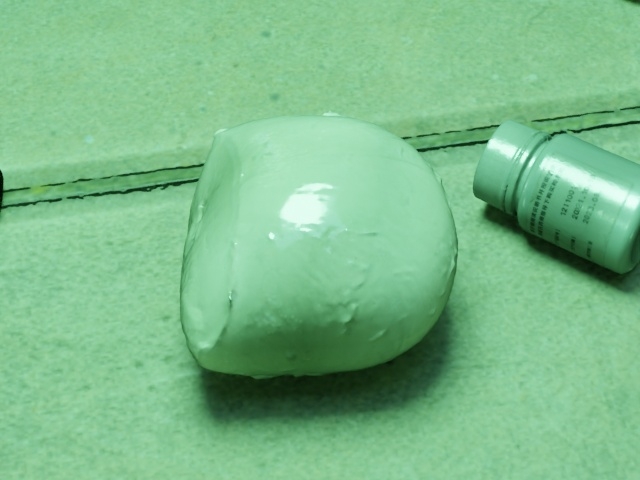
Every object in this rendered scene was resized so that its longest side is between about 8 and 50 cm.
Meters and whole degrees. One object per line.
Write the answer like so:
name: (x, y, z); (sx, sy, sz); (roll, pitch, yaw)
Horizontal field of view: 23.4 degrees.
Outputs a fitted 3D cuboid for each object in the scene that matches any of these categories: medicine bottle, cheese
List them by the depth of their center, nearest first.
cheese: (0.000, 0.000, 1.072); (0.189, 0.154, 0.198); (5, 49, -2)
medicine bottle: (0.184, -0.035, 1.147); (0.130, 0.080, 0.080); (26, 54, 22)

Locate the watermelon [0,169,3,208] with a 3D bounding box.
watermelon: (-0.326, 0.012, 1.139); (0.202, 0.136, 0.207); (9, 70, 58)
